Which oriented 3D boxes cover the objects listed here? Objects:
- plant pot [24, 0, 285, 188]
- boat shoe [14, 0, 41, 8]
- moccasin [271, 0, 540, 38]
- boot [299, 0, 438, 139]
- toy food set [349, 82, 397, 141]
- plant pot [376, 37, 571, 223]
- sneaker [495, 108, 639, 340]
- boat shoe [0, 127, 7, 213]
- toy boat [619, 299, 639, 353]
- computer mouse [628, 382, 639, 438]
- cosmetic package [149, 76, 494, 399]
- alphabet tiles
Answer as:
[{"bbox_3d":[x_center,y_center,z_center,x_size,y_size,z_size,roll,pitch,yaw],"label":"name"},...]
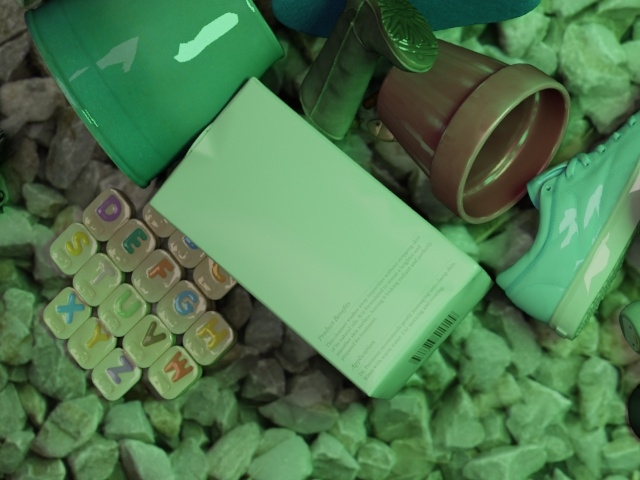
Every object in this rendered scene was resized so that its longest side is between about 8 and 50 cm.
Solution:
[{"bbox_3d":[-0.196,-0.248,1.860,0.255,0.271,0.272,-33,80,4],"label":"plant pot"},{"bbox_3d":[-0.294,-0.439,1.949,0.367,0.136,0.156,-36,79,16],"label":"boat shoe"},{"bbox_3d":[0.108,-0.330,1.838,0.342,0.138,0.117,-2,64,0],"label":"moccasin"},{"bbox_3d":[0.050,-0.202,1.748,0.208,0.076,0.190,-58,39,35],"label":"boot"},{"bbox_3d":[0.065,-0.175,1.894,0.122,0.019,0.078,17,94,17],"label":"toy food set"},{"bbox_3d":[0.176,-0.150,1.781,0.180,0.201,0.201,40,101,30],"label":"plant pot"},{"bbox_3d":[0.330,-0.068,1.752,0.150,0.135,0.366,30,96,13],"label":"sneaker"},{"bbox_3d":[-0.482,-0.049,2.037,0.076,0.080,0.228,26,94,-2],"label":"boat shoe"},{"bbox_3d":[0.456,0.012,1.692,0.267,0.148,0.318,16,108,-27],"label":"toy boat"},{"bbox_3d":[0.503,0.174,1.733,0.262,0.060,0.184,6,92,17],"label":"computer mouse"},{"bbox_3d":[0.000,0.000,1.827,0.385,0.156,0.217,42,93,16],"label":"cosmetic package"},{"bbox_3d":[-0.246,0.072,1.988,0.278,0.021,0.284,-43,78,12],"label":"alphabet tiles"}]
